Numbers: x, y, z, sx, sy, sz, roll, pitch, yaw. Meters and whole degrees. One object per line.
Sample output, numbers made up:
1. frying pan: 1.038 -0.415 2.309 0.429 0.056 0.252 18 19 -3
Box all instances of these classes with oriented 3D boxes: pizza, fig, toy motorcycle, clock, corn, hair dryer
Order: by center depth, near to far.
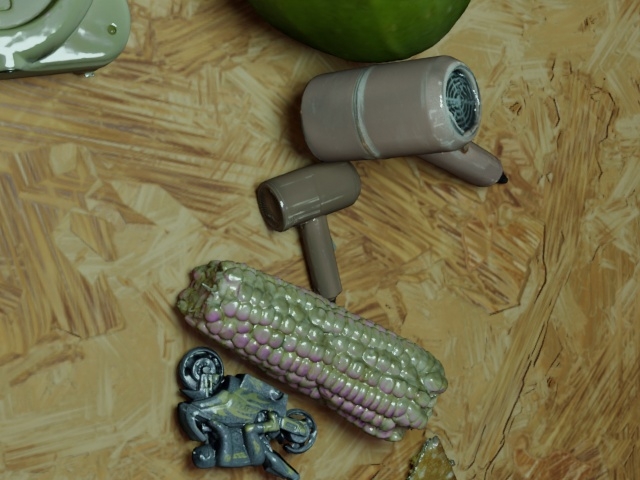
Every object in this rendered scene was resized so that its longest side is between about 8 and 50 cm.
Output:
1. clock: -0.347 -0.313 1.210 0.283 0.114 0.310 -10 94 -24
2. fig: 0.047 -0.326 1.319 0.316 0.316 0.316 -1 92 -26
3. toy motorcycle: -0.096 0.214 1.374 0.193 0.061 0.124 35 70 -17
4. corn: -0.005 0.121 1.392 0.335 0.126 0.127 32 78 -20
5. hair dryer: 0.150 -0.120 1.416 0.344 0.189 0.107 19 72 -51
6. hair dryer: 0.000 0.000 1.423 0.117 0.064 0.182 -20 108 -26
7. pizza: 0.139 0.282 1.513 0.083 0.025 0.078 4 94 -33
